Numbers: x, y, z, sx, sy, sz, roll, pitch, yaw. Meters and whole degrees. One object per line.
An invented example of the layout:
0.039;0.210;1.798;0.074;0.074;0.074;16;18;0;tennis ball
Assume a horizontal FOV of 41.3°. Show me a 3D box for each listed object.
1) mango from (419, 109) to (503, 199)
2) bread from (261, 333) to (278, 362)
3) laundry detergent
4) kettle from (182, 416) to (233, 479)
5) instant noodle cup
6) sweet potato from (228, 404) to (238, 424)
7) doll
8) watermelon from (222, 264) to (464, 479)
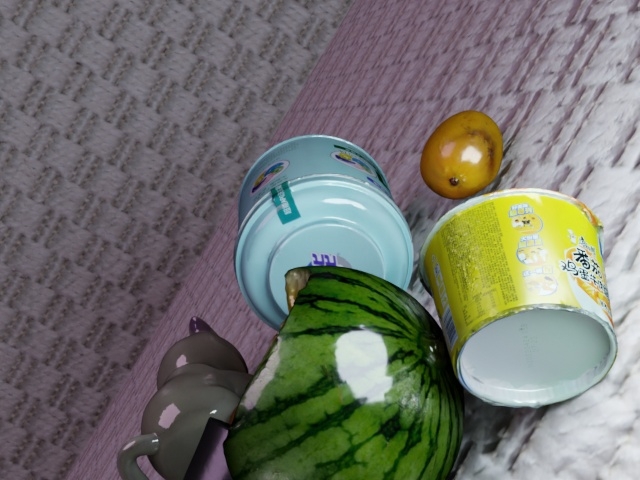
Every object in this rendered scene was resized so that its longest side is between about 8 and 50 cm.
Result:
0.221;-0.138;1.343;0.144;0.112;0.219;-55;5;14;mango
-0.052;0.230;1.629;0.084;0.080;0.109;-60;-27;13;bread
0.000;0.000;1.417;0.287;0.287;0.305;-54;16;16;laundry detergent
-0.103;0.440;1.187;0.307;0.262;0.203;-65;-18;-11;kettle
0.204;0.065;0.872;0.205;0.205;0.153;-48;26;34;instant noodle cup
-0.125;0.349;1.494;0.354;0.095;0.106;-58;-25;-8;sweet potato
-0.235;0.330;1.678;0.370;0.226;0.214;-75;-5;-65;doll
0.061;0.177;0.940;0.189;0.331;0.330;-23;37;42;watermelon
